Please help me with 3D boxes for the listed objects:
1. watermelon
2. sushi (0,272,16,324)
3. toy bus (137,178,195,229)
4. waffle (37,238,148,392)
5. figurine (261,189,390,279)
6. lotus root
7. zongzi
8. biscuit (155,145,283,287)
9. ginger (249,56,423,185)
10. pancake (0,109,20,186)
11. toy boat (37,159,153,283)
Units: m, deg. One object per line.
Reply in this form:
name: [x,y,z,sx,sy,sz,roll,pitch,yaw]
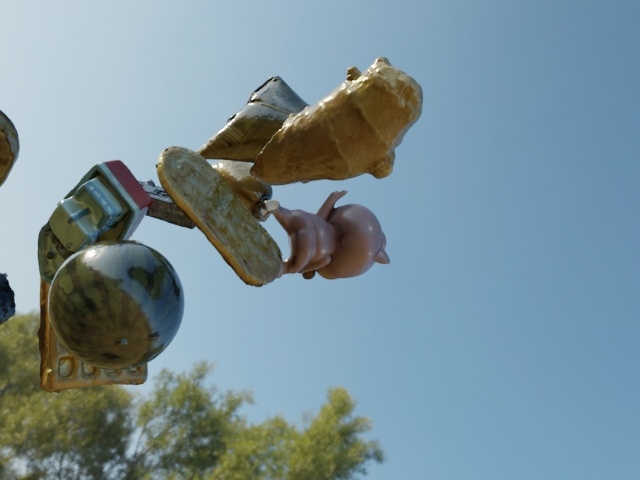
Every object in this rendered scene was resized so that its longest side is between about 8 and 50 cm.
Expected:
watermelon: [-0.319,0.102,0.985,0.212,0.212,0.212,28,-42,28]
sushi: [-0.440,0.091,0.738,0.090,0.150,0.078,61,5,-4]
toy bus: [-0.304,-0.071,1.201,0.166,0.047,0.065,17,-52,11]
waffle: [-0.489,0.156,1.346,0.098,0.224,0.327,-24,-112,56]
figurine: [0.000,0.000,1.317,0.186,0.287,0.176,-49,-127,48]
lotus root: [-0.203,-0.114,1.512,0.257,0.140,0.154,33,-70,38]
zongzi: [-0.095,-0.196,1.369,0.286,0.288,0.134,38,-31,14]
biscuit: [-0.143,-0.038,0.909,0.029,0.118,0.247,-35,-80,34]
ginger: [0.019,-0.178,1.071,0.354,0.126,0.190,-16,-79,32]
pancake: [-0.697,-0.164,1.115,0.049,0.294,0.294,56,-27,39]
toy boat: [-0.453,-0.010,1.171,0.145,0.133,0.332,51,-50,-1]
